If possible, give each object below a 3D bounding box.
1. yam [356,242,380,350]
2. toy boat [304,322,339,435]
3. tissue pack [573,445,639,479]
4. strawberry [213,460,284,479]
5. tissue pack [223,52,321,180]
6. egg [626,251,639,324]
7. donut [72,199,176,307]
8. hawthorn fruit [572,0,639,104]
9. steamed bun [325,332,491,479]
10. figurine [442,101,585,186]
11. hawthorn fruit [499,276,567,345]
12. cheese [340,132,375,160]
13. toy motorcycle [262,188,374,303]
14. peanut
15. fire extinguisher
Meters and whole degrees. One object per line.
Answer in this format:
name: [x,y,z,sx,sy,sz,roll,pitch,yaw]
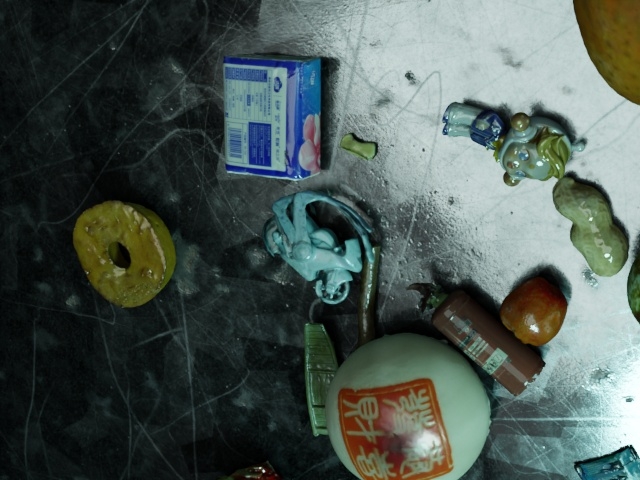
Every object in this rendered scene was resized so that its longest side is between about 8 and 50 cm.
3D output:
yam: [0.110,0.166,2.002,0.045,0.045,0.326,22,113,51]
toy boat: [0.008,0.332,2.077,0.093,0.055,0.293,0,104,22]
tissue pack: [0.640,0.512,1.888,0.138,0.028,0.085,-29,92,28]
strawberry: [-0.162,0.734,2.122,0.292,0.292,0.343,-35,85,25]
tissue pack: [-0.106,-0.283,1.931,0.209,0.137,0.269,6,108,20]
egg: [0.728,0.111,1.639,0.289,0.238,0.238,42,115,-5]
donut: [-0.486,0.027,2.167,0.278,0.108,0.277,5,105,20]
hawthorn fruit: [0.658,-0.439,1.448,0.472,0.472,0.471,5,105,20]
steamed bun: [0.185,0.402,1.904,0.374,0.241,0.374,5,111,15]
figurine: [0.387,-0.202,1.767,0.274,0.133,0.194,13,142,42]
hawthorn fruit: [0.459,0.148,1.816,0.133,0.133,0.138,29,108,13]
cheese: [0.084,-0.213,1.927,0.083,0.030,0.044,28,90,18]
toy motorcycle: [0.000,0.000,1.952,0.260,0.154,0.206,42,102,8]
peanut: [0.553,-0.030,1.756,0.104,0.086,0.228,-25,92,43]
fire extinguisher: [0.326,0.199,1.867,0.337,0.147,0.106,40,112,7]
